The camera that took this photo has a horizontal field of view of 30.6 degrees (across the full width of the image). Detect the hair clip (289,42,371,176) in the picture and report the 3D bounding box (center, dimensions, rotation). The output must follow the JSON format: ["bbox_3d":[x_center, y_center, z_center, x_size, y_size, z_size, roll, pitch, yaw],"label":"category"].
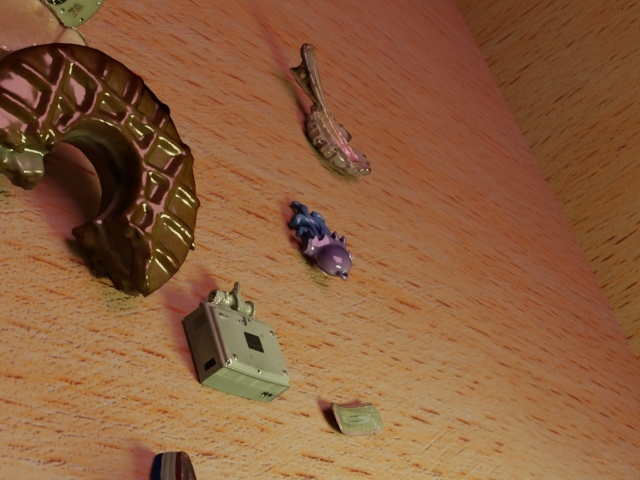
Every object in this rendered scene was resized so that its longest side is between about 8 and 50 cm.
[{"bbox_3d":[0.009,-0.264,2.448,0.173,0.069,0.300,-11,77,-63],"label":"hair clip"}]

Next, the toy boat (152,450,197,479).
[{"bbox_3d":[-0.158,0.341,1.362,0.080,0.046,0.229,29,35,-43],"label":"toy boat"}]

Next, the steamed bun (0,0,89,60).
[{"bbox_3d":[-0.432,-0.272,1.620,0.212,0.110,0.231,33,36,-24],"label":"steamed bun"}]

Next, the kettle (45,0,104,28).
[{"bbox_3d":[-0.467,-0.450,1.775,0.210,0.160,0.243,-6,53,-44],"label":"kettle"}]

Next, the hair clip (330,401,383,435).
[{"bbox_3d":[0.054,0.281,1.849,0.137,0.022,0.054,11,48,-57],"label":"hair clip"}]

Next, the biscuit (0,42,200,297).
[{"bbox_3d":[-0.297,-0.111,1.545,0.366,0.115,0.268,45,48,-31],"label":"biscuit"}]

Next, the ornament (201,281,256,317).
[{"bbox_3d":[-0.131,0.096,1.743,0.092,0.041,0.068,47,39,-34],"label":"ornament"}]

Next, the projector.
[{"bbox_3d":[-0.115,0.158,1.665,0.147,0.061,0.115,25,34,-48],"label":"projector"}]

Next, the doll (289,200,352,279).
[{"bbox_3d":[0.000,0.000,2.090,0.110,0.067,0.206,9,36,-39],"label":"doll"}]
